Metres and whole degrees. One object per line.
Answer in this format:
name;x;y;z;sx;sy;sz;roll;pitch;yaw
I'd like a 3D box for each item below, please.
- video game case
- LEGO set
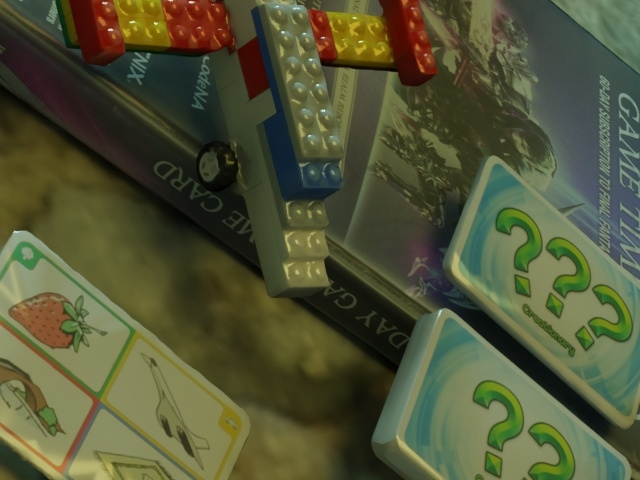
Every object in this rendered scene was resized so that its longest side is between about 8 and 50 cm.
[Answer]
video game case;0.007;-0.057;0.606;0.274;0.026;0.196;37;37;-23
LEGO set;0.000;0.000;0.490;0.244;0.060;0.182;41;47;-18
